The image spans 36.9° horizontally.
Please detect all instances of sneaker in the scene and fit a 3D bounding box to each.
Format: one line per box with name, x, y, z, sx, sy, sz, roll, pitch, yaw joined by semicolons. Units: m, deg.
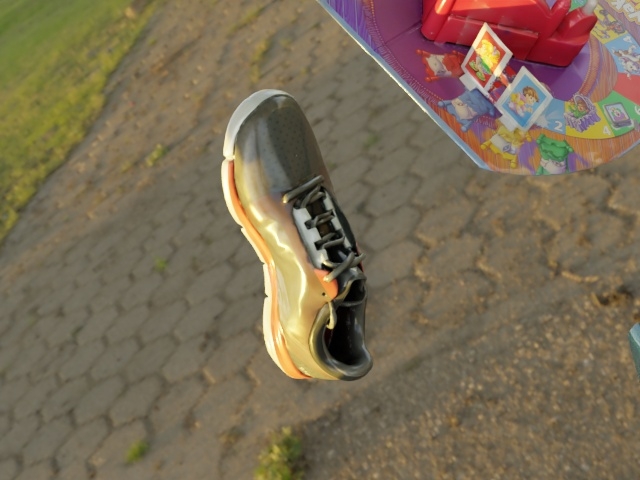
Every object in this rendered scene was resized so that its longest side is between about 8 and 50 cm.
sneaker;0.000;0.000;0.484;0.061;0.158;0.065;-28;24;-35

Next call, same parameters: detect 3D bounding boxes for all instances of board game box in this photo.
board game box;0.068;-0.106;0.359;0.133;0.169;0.033;-36;-12;-30

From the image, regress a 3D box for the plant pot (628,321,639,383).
plant pot;0.300;0.147;0.508;0.165;0.165;0.234;-21;32;4
